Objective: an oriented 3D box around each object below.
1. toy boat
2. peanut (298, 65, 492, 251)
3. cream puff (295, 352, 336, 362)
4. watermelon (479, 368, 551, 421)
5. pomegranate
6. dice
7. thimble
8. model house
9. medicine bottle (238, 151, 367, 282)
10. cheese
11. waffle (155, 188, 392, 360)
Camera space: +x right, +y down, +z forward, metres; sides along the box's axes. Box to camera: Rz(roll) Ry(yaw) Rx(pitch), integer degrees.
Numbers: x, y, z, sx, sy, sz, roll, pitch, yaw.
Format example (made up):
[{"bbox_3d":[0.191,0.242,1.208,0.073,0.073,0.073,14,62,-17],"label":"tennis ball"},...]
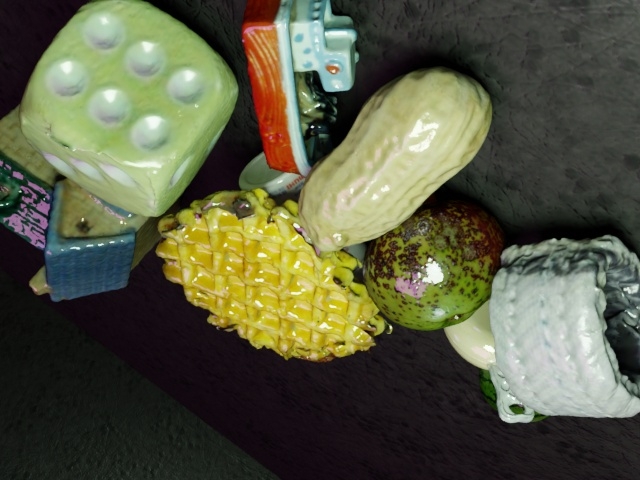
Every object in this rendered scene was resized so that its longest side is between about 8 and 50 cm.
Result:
[{"bbox_3d":[-0.012,-0.198,1.046,0.133,0.145,0.332,1,143,7],"label":"toy boat"},{"bbox_3d":[0.084,-0.102,0.995,0.152,0.152,0.313,40,123,-3],"label":"peanut"},{"bbox_3d":[-0.044,0.132,1.522,0.240,0.164,0.240,35,166,10],"label":"cream puff"},{"bbox_3d":[0.346,0.219,1.228,0.187,0.140,0.140,-6,129,43],"label":"watermelon"},{"bbox_3d":[0.155,0.001,1.109,0.214,0.214,0.248,134,123,-61],"label":"pomegranate"},{"bbox_3d":[-0.291,-0.198,1.189,0.252,0.254,0.250,31,165,-3],"label":"dice"},{"bbox_3d":[0.340,0.113,1.003,0.157,0.217,0.245,-11,118,43],"label":"thimble"},{"bbox_3d":[-0.513,-0.092,1.542,0.382,0.342,0.334,38,153,0],"label":"model house"},{"bbox_3d":[0.000,0.000,1.309,0.130,0.130,0.341,5,137,46],"label":"medicine bottle"},{"bbox_3d":[0.252,0.156,1.157,0.163,0.249,0.071,14,136,11],"label":"cheese"},{"bbox_3d":[-0.082,0.065,1.263,0.382,0.095,0.379,-12,126,45],"label":"waffle"}]
